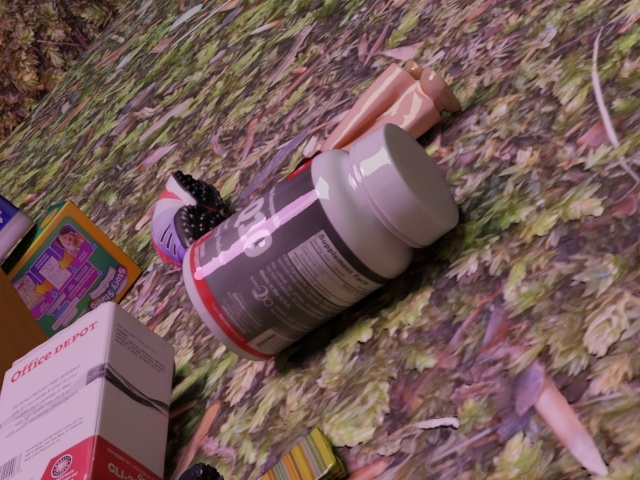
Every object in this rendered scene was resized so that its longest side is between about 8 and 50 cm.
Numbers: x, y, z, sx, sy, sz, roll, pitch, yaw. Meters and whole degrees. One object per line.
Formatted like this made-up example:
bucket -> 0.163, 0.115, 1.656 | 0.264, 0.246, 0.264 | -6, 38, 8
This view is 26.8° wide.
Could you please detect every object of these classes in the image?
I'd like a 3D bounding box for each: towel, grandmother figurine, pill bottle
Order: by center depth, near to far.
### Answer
towel -> -0.073, 0.280, 1.301 | 0.237, 0.021, 0.102 | -44, 16, 2
pill bottle -> 0.000, 0.000, 1.495 | 0.283, 0.161, 0.161 | -34, 23, 22
grandmother figurine -> 0.016, -0.093, 1.734 | 0.342, 0.104, 0.208 | -41, 13, -2

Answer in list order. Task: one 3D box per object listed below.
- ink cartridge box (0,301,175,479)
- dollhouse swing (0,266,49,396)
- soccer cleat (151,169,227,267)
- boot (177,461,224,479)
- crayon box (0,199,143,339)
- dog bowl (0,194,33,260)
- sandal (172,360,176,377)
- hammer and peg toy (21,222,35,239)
ink cartridge box -> -0.282, 0.233, 1.557 | 0.197, 0.114, 0.273 | -32, 36, 25
dollhouse swing -> -0.573, 0.240, 1.829 | 0.347, 0.315, 0.305 | -8, 32, 36
soccer cleat -> -0.186, 0.000, 1.933 | 0.116, 0.109, 0.318 | -61, 20, 12
boot -> -0.157, 0.286, 1.398 | 0.121, 0.045, 0.099 | -35, 17, 34
crayon box -> -0.419, 0.095, 2.047 | 0.081, 0.165, 0.278 | -12, 37, 55
dog bowl -> -0.563, 0.040, 2.059 | 0.265, 0.104, 0.265 | -48, 10, 11
sandal -> -0.281, 0.210, 1.751 | 0.240, 0.088, 0.079 | -30, -7, 13
hammer and peg toy -> -0.593, 0.130, 2.335 | 0.361, 0.127, 0.266 | -30, 25, 30
